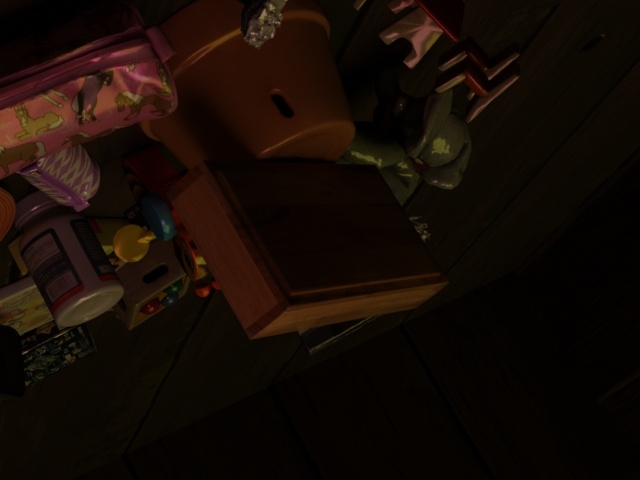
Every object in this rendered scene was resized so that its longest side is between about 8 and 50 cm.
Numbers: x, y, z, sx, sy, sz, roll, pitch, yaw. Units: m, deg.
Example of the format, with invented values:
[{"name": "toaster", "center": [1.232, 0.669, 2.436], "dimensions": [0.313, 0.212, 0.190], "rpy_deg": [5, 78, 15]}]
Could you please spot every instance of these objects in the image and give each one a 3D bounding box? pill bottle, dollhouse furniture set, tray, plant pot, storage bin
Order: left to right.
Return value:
[{"name": "storage bin", "center": [-0.560, 0.193, 2.072], "dimensions": [0.084, 0.122, 0.180], "rpy_deg": [-21, 157, 25]}, {"name": "pill bottle", "center": [-0.364, 0.021, 1.861], "dimensions": [0.108, 0.180, 0.108], "rpy_deg": [-28, 165, -8]}, {"name": "plant pot", "center": [-0.087, -0.177, 1.709], "dimensions": [0.291, 0.203, 0.291], "rpy_deg": [-29, 165, -9]}, {"name": "tray", "center": [0.000, 0.000, 1.657], "dimensions": [0.076, 0.203, 0.411], "rpy_deg": [-40, 163, 27]}, {"name": "dollhouse furniture set", "center": [0.152, -0.321, 1.664], "dimensions": [0.135, 0.262, 0.259], "rpy_deg": [-40, -164, 25]}]

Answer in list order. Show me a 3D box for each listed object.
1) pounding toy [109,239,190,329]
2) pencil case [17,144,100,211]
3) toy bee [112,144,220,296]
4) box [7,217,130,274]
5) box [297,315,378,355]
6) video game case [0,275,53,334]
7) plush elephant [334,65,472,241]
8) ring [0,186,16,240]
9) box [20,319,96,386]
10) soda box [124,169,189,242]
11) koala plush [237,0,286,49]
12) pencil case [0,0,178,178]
[{"name": "pounding toy", "center": [-0.328, 0.107, 2.332], "dimensions": [0.181, 0.094, 0.206], "rpy_deg": [-34, 167, -24]}, {"name": "pencil case", "center": [-0.347, -0.102, 1.676], "dimensions": [0.086, 0.088, 0.206], "rpy_deg": [-29, 166, 4]}, {"name": "toy bee", "center": [-0.194, -0.005, 1.845], "dimensions": [0.195, 0.298, 0.162], "rpy_deg": [-12, 125, -5]}, {"name": "box", "center": [-0.373, 0.008, 2.044], "dimensions": [0.087, 0.058, 0.232], "rpy_deg": [-37, 163, 23]}, {"name": "box", "center": [0.010, 0.010, 2.303], "dimensions": [0.242, 0.307, 0.076], "rpy_deg": [-29, 169, -5]}, {"name": "video game case", "center": [-0.500, 0.113, 2.202], "dimensions": [0.227, 0.026, 0.206], "rpy_deg": [-25, 164, -20]}, {"name": "plush elephant", "center": [0.111, -0.159, 2.081], "dimensions": [0.255, 0.330, 0.272], "rpy_deg": [-47, 160, -9]}, {"name": "ring", "center": [-0.565, 0.012, 1.741], "dimensions": [0.336, 0.032, 0.336], "rpy_deg": [-28, 164, -8]}, {"name": "box", "center": [-0.508, 0.198, 2.414], "dimensions": [0.175, 0.051, 0.220], "rpy_deg": [-27, 165, -12]}, {"name": "soda box", "center": [-0.225, -0.064, 2.100], "dimensions": [0.169, 0.053, 0.060], "rpy_deg": [-33, 165, 11]}, {"name": "koala plush", "center": [-0.039, -0.329, 1.373], "dimensions": [0.203, 0.196, 0.221], "rpy_deg": [0, 148, -42]}, {"name": "pencil case", "center": [-0.348, -0.140, 1.425], "dimensions": [0.386, 0.167, 0.160], "rpy_deg": [-25, 132, -19]}]
